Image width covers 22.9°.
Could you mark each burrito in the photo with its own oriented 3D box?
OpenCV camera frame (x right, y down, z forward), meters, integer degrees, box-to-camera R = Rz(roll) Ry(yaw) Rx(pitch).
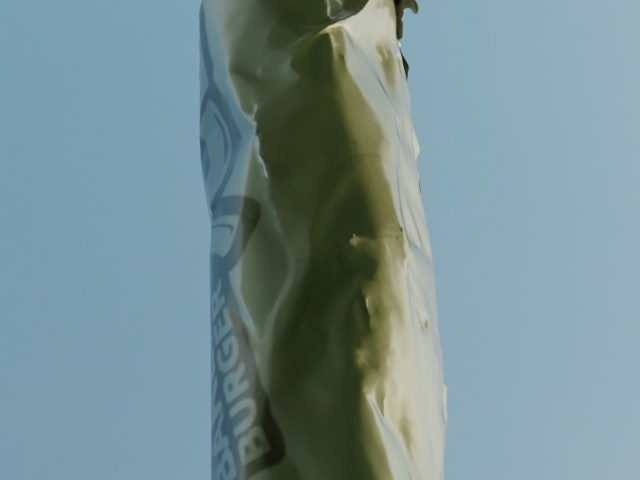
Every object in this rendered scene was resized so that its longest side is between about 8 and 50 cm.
[{"bbox_3d":[0.000,0.000,0.704,0.101,0.139,0.445,-14,-119,20],"label":"burrito"}]
